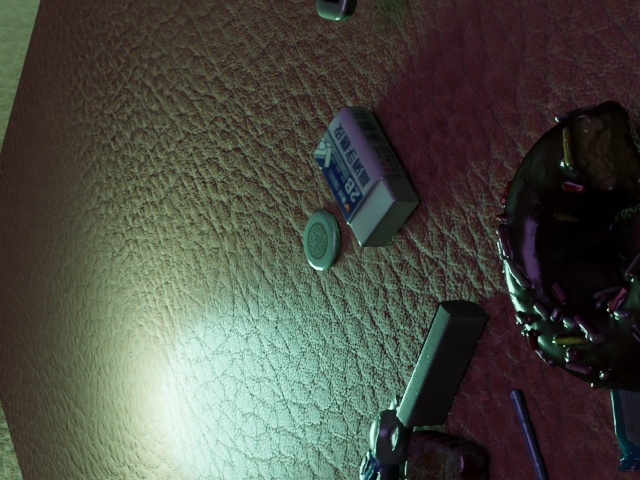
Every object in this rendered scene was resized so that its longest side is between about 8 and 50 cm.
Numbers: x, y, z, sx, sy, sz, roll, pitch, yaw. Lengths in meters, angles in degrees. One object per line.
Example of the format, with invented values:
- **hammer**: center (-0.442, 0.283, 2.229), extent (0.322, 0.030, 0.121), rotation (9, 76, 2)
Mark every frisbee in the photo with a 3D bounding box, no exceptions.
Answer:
- **frisbee**: center (0.000, 0.000, 1.822), extent (0.110, 0.014, 0.110), rotation (1, 91, 56)

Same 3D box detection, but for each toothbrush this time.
- **toothbrush**: center (0.295, 0.309, 1.384), extent (0.016, 0.019, 0.219), rotation (127, 134, -61)

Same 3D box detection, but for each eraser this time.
- **eraser**: center (0.073, -0.106, 1.671), extent (0.124, 0.068, 0.210), rotation (-55, 48, 39)

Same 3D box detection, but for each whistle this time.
- **whistle**: center (0.102, 0.361, 1.623), extent (0.114, 0.077, 0.236), rotation (-90, 12, -61)

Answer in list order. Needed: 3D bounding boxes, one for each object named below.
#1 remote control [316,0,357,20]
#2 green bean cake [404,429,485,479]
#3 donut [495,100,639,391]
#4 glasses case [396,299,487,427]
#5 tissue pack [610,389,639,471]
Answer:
- **remote control**: center (0.046, -0.499, 1.576), extent (0.090, 0.038, 0.310), rotation (27, 112, 50)
- **green bean cake**: center (0.186, 0.358, 1.511), extent (0.135, 0.056, 0.136), rotation (11, 99, 57)
- **donut**: center (0.319, 0.025, 1.195), extent (0.259, 0.136, 0.345), rotation (-50, 49, 48)
- **glasses case**: center (0.178, 0.185, 1.512), extent (0.047, 0.070, 0.205), rotation (50, 130, 48)
- **tissue pack**: center (0.391, 0.210, 1.239), extent (0.085, 0.028, 0.138), rotation (-25, 64, 49)
